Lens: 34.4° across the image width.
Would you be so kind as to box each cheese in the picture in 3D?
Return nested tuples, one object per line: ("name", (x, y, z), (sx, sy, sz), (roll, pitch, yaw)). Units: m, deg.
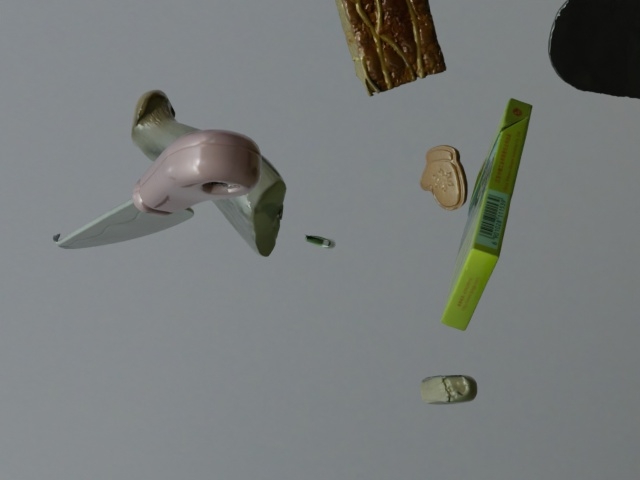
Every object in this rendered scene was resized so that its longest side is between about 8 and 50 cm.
("cheese", (0.216, 0.266, 1.824), (0.092, 0.171, 0.048), (4, -103, -19))

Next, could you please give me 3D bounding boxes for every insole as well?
("insole", (0.350, -0.128, 0.800), (0.009, 0.348, 0.119), (-69, -11, -61))

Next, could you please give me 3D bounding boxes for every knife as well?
("knife", (-0.001, 0.002, 1.778), (0.293, 0.043, 0.020), (11, -85, -85))
("knife", (-0.144, -0.032, 0.892), (0.081, 0.336, 0.043), (8, -105, -30))

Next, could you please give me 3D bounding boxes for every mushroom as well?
("mushroom", (-0.193, -0.119, 1.721), (0.122, 0.328, 0.159), (-25, -32, -58))

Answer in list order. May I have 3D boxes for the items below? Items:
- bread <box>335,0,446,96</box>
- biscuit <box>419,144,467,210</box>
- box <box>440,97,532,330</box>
("bread", (0.133, -0.451, 2.092), (0.184, 0.114, 0.275), (-20, -75, -8))
("biscuit", (0.257, -0.129, 2.190), (0.023, 0.118, 0.140), (-22, -85, -45))
("box", (0.258, -0.045, 1.596), (0.187, 0.047, 0.335), (103, -173, -50))
